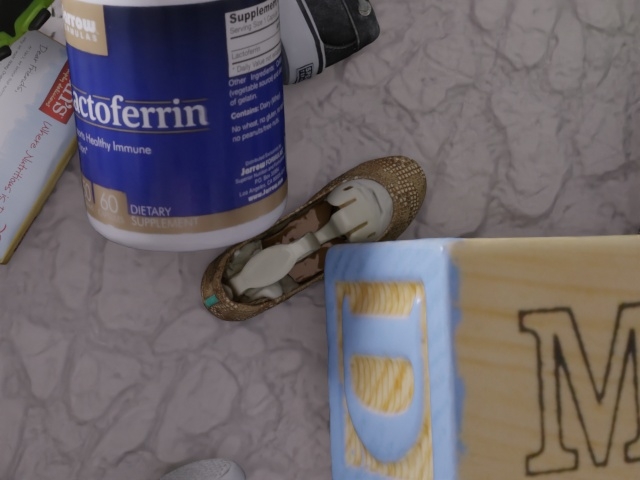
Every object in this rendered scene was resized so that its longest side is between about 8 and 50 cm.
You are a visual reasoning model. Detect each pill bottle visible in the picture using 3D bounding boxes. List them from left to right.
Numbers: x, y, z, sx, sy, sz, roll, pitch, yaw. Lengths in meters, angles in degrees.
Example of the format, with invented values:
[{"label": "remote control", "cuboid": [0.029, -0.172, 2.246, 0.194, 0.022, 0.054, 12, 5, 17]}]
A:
[{"label": "pill bottle", "cuboid": [-0.104, -0.138, 0.943, 0.153, 0.153, 0.264, -5, 114, -6]}]

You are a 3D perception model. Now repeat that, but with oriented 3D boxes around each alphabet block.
[{"label": "alphabet block", "cuboid": [0.130, 0.093, 0.963, 0.197, 0.192, 0.193, -1, 91, -24]}]

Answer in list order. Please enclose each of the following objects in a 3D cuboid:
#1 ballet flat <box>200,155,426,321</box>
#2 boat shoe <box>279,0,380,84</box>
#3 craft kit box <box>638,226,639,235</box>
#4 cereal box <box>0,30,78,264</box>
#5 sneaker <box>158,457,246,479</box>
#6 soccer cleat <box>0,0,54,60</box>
[{"label": "ballet flat", "cuboid": [0.000, 0.000, 1.036, 0.206, 0.067, 0.073, -35, 91, -6]}, {"label": "boat shoe", "cuboid": [-0.047, -0.277, 1.017, 0.105, 0.113, 0.306, -28, 94, -12]}, {"label": "craft kit box", "cuboid": [0.308, -0.077, 0.980, 0.061, 0.250, 0.246, 5, 89, -6]}, {"label": "cereal box", "cuboid": [-0.303, -0.112, 1.016, 0.240, 0.047, 0.173, 31, 84, -5]}, {"label": "sneaker", "cuboid": [-0.132, 0.275, 1.017, 0.240, 0.091, 0.126, -37, 105, 2]}, {"label": "soccer cleat", "cuboid": [-0.242, -0.214, 0.985, 0.289, 0.093, 0.121, -36, 55, -20]}]
